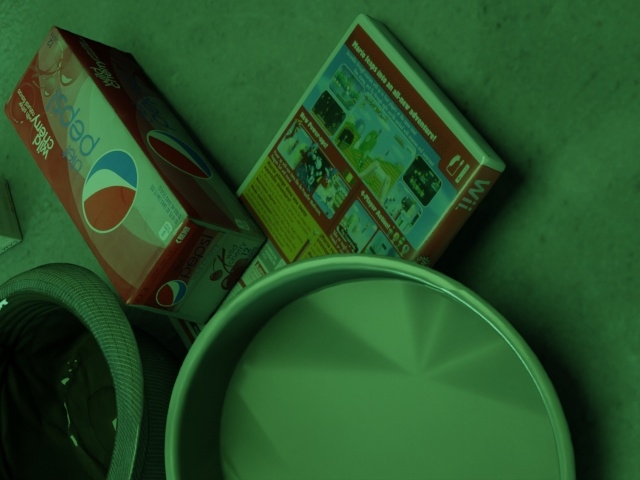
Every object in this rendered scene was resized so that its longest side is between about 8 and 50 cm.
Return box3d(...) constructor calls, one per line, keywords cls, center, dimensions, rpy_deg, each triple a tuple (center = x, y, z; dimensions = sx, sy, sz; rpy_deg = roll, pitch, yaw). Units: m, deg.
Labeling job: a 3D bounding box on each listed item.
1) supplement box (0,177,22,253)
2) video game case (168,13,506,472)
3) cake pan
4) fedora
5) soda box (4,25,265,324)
box3d(cls="supplement box", center=(-0.304, -0.027, 1.623), dimensions=(0.036, 0.098, 0.062), rpy_deg=(-30, 64, 27))
box3d(cls="video game case", center=(0.000, 0.000, 1.400), dimensions=(0.285, 0.025, 0.204), rpy_deg=(-55, 41, 18))
box3d(cls="cake pan", center=(0.036, 0.151, 1.303), dimensions=(0.293, 0.054, 0.293), rpy_deg=(3, 98, 21))
box3d(cls="fedora", center=(-0.175, 0.147, 1.471), dimensions=(0.275, 0.124, 0.243), rpy_deg=(35, 108, 46))
box3d(cls="soda box", center=(-0.151, -0.055, 1.495), dimensions=(0.092, 0.083, 0.263), rpy_deg=(-55, 47, 18))
